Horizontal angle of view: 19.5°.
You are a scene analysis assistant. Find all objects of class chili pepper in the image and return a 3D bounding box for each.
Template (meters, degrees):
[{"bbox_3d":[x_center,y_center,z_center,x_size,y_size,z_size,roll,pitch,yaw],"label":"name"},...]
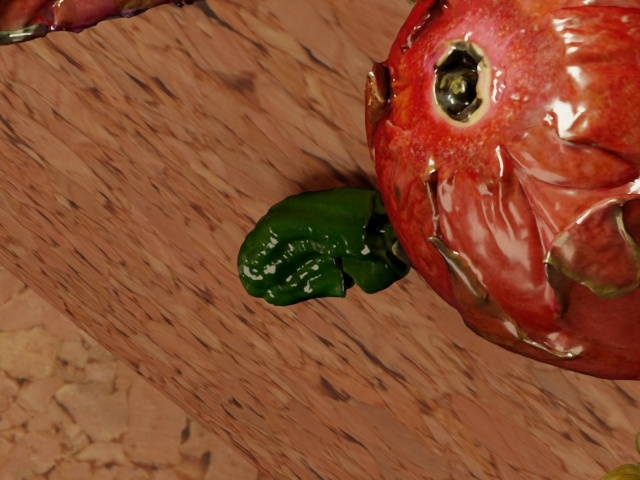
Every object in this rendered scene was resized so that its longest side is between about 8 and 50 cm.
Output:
[{"bbox_3d":[0.001,0.001,1.580,0.099,0.083,0.253,43,159,-13],"label":"chili pepper"}]

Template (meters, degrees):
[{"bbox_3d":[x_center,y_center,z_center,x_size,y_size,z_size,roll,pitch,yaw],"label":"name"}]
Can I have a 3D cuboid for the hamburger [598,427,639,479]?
[{"bbox_3d":[0.319,0.218,1.204,0.290,0.170,0.314,38,-170,-11],"label":"hamburger"}]

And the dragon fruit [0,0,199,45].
[{"bbox_3d":[-0.178,-0.262,1.039,0.314,0.296,0.263,22,121,55],"label":"dragon fruit"}]

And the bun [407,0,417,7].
[{"bbox_3d":[0.078,-0.149,1.031,0.115,0.069,0.115,48,-177,-4],"label":"bun"}]

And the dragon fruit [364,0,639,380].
[{"bbox_3d":[0.142,-0.045,0.875,0.241,0.252,0.241,22,120,46],"label":"dragon fruit"}]
